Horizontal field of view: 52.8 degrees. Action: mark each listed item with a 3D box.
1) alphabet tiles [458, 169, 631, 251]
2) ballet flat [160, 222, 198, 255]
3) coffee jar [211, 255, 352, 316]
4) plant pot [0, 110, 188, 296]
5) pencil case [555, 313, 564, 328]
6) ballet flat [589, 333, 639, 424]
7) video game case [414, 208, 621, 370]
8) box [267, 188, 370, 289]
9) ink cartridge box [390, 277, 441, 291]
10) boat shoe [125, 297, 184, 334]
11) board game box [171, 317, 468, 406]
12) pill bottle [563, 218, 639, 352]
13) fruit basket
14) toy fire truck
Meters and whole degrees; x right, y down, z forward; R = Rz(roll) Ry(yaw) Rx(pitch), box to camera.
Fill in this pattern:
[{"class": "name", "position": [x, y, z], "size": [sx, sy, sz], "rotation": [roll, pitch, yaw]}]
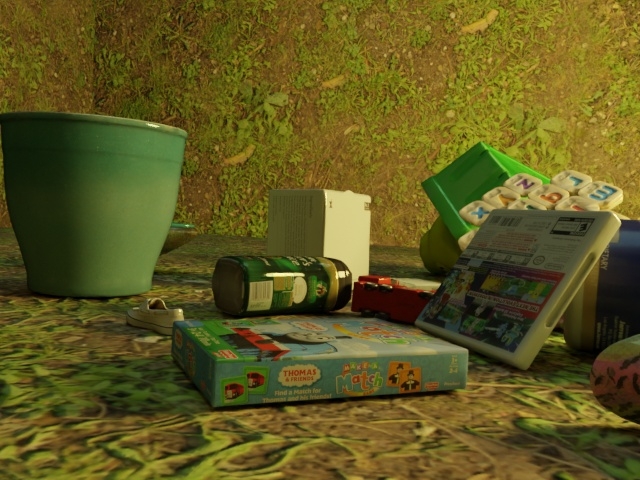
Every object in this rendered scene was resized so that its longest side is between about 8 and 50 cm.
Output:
[{"class": "alphabet tiles", "position": [0.398, -0.037, 1.171], "size": [0.284, 0.021, 0.278], "rotation": [-31, 34, -14]}, {"class": "ballet flat", "position": [-0.430, 0.005, 1.321], "size": [0.348, 0.123, 0.123], "rotation": [6, 2, -10]}, {"class": "coffee jar", "position": [-0.049, 0.060, 0.890], "size": [0.184, 0.079, 0.096], "rotation": [2, 3, -37]}, {"class": "plant pot", "position": [-0.348, -0.048, 0.986], "size": [0.271, 0.256, 0.271], "rotation": [4, 2, 0]}, {"class": "pencil case", "position": [0.280, 0.077, 0.885], "size": [0.206, 0.086, 0.088], "rotation": [3, 28, 21]}, {"class": "ballet flat", "position": [0.302, 0.105, 0.430], "size": [0.221, 0.077, 0.079], "rotation": [7, 7, 2]}, {"class": "video game case", "position": [0.209, 0.042, 0.719], "size": [0.023, 0.183, 0.201], "rotation": [40, -10, -18]}, {"class": "box", "position": [0.000, 0.000, 1.174], "size": [0.119, 0.182, 0.181], "rotation": [2, 1, 30]}, {"class": "ink cartridge box", "position": [0.170, 0.087, 1.154], "size": [0.062, 0.029, 0.115], "rotation": [2, 2, -19]}, {"class": "boat shoe", "position": [-0.187, 0.081, 0.727], "size": [0.035, 0.035, 0.100], "rotation": [1, 4, -43]}, {"class": "board game box", "position": [-0.008, 0.097, 0.555], "size": [0.211, 0.039, 0.160], "rotation": [3, 2, -24]}, {"class": "pill bottle", "position": [0.406, 0.057, 0.689], "size": [0.264, 0.153, 0.153], "rotation": [4, 3, 24]}, {"class": "fruit basket", "position": [0.386, -0.010, 1.515], "size": [0.391, 0.392, 0.283], "rotation": [2, 37, -18]}, {"class": "toy fire truck", "position": [0.115, 0.084, 0.921], "size": [0.192, 0.047, 0.135], "rotation": [6, 2, 35]}]
